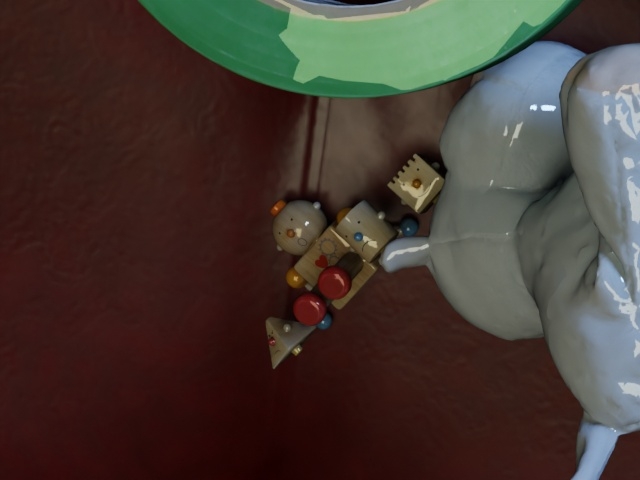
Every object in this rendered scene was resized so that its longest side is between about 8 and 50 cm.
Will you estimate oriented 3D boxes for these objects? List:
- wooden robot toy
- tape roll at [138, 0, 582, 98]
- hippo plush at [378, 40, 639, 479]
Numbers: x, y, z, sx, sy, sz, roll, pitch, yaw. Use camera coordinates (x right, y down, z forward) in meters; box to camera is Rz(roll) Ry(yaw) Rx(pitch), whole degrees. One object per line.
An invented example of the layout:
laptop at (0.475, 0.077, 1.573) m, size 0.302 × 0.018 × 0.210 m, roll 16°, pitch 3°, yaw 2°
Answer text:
wooden robot toy at (0.000, 0.000, 1.183) m, size 0.079 × 0.076 × 0.173 m, roll 45°, pitch 116°, yaw 7°
tape roll at (0.023, -0.238, 1.012) m, size 0.321 × 0.077 × 0.321 m, roll 2°, pitch 98°, yaw 13°
hippo plush at (0.181, 0.001, 1.065) m, size 0.234 × 0.236 × 0.294 m, roll 3°, pitch 99°, yaw -26°
